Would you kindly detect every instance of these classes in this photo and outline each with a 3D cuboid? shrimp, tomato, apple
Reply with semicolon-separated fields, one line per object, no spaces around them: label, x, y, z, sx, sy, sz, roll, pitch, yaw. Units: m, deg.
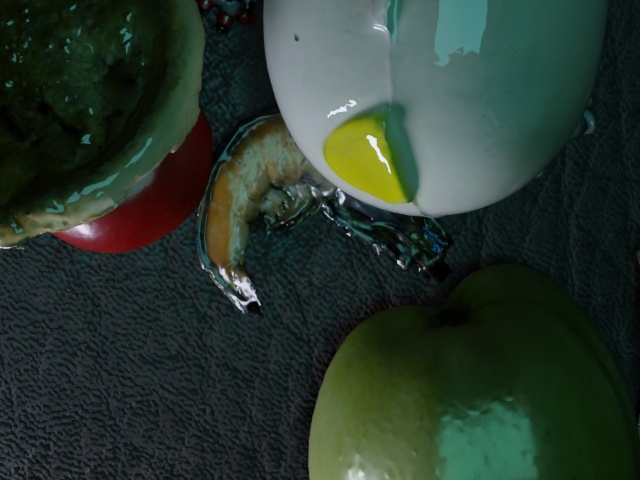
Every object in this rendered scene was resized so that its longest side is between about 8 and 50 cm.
shrimp;0.000;0.000;1.057;0.290;0.054;0.222;31;93;-14
tomato;-0.200;-0.082;0.966;0.195;0.136;0.195;-2;99;-9
apple;0.171;0.226;1.084;0.311;0.320;0.360;-5;108;35

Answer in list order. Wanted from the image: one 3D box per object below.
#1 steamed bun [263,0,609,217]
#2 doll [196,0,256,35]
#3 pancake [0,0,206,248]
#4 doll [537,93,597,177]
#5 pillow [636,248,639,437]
steamed bun;0.103;-0.207;0.894;0.333;0.334;0.374;-2;100;-9
doll;-0.066;-0.287;0.993;0.109;0.057;0.169;34;92;-15
pancake;-0.269;-0.147;0.883;0.356;0.065;0.356;-3;69;9
doll;0.223;-0.115;1.062;0.151;0.085;0.114;-25;120;-15
pillow;0.443;0.143;1.153;0.173;0.067;0.270;1;99;-5
